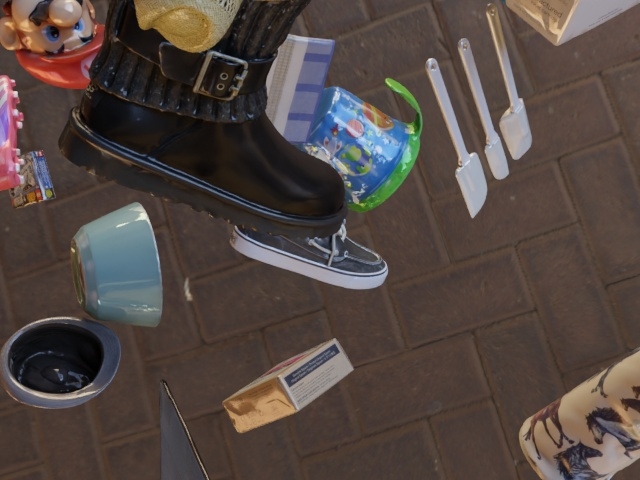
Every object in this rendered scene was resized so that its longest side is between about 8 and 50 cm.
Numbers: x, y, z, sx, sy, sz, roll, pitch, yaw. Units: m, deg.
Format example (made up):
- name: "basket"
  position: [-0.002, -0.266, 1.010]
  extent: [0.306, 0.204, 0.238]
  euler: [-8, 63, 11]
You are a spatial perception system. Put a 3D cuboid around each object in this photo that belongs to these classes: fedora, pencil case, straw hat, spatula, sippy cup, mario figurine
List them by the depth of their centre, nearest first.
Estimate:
- name: "straw hat"
  position: [-0.072, -0.138, 0.388]
  extent: [0.144, 0.144, 0.061]
  euler: [18, 87, 14]
- name: "mario figurine"
  position: [-0.337, -0.333, 0.838]
  extent: [0.197, 0.170, 0.321]
  euler: [-18, 115, 10]
- name: "spatula"
  position: [0.211, -0.169, 0.921]
  extent: [0.168, 0.242, 0.019]
  euler: [-45, 40, -19]
- name: "pencil case"
  position: [0.561, 0.313, 1.281]
  extent: [0.184, 0.159, 0.410]
  euler: [54, 127, 17]
- name: "sippy cup"
  position: [0.063, -0.217, 1.591]
  extent: [0.224, 0.240, 0.306]
  euler: [34, 80, -23]
- name: "fedora"
  position: [-0.613, 0.306, 1.688]
  extent: [0.275, 0.124, 0.244]
  euler: [5, 51, -8]

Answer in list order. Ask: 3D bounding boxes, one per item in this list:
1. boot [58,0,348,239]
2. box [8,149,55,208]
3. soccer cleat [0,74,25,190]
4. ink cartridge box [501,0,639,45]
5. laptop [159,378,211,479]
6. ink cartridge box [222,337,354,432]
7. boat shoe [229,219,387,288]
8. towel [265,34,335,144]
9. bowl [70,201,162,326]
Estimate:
- name: "boot"
  position: [-0.065, -0.154, 0.726]
  extent: [0.260, 0.347, 0.131]
  euler: [-60, 38, 18]
- name: "box"
  position: [-0.566, -0.116, 1.377]
  extent: [0.137, 0.027, 0.094]
  euler: [-7, 98, 44]
- name: "soccer cleat"
  position: [-0.576, -0.194, 1.253]
  extent: [0.095, 0.083, 0.248]
  euler: [-7, 61, -16]
- name: "ink cartridge box"
  position: [0.293, -0.375, 0.771]
  extent: [0.168, 0.233, 0.171]
  euler: [-30, 65, -24]
- name: "laptop"
  position: [-0.150, 0.400, 0.511]
  extent: [0.236, 0.408, 0.382]
  euler: [23, 128, 18]
- name: "ink cartridge box"
  position: [-0.073, 0.319, 1.558]
  extent: [0.234, 0.193, 0.088]
  euler: [-33, 86, 44]
- name: "boat shoe"
  position: [-0.001, -0.002, 1.243]
  extent: [0.306, 0.113, 0.105]
  euler: [18, 113, -21]
- name: "towel"
  position: [-0.122, -0.247, 1.176]
  extent: [0.034, 0.284, 0.209]
  euler: [51, 135, 42]
- name: "bowl"
  position: [-0.500, 0.069, 1.708]
  extent: [0.163, 0.311, 0.312]
  euler: [-8, 78, -28]
